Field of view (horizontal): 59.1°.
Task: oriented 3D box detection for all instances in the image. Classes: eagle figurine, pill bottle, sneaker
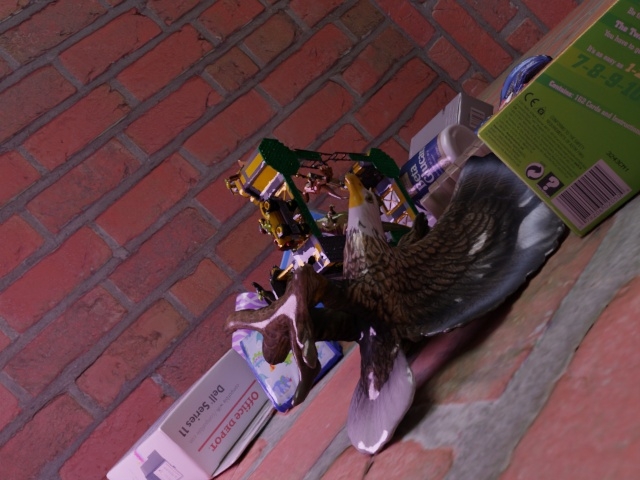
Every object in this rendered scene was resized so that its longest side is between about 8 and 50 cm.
[{"bbox_3d":[0.083,0.034,0.558,0.299,0.225,0.226,-12,27,-33],"label":"eagle figurine"},{"bbox_3d":[0.178,-0.099,0.897,0.169,0.094,0.094,-42,4,46],"label":"pill bottle"},{"bbox_3d":[0.360,-0.229,1.030,0.087,0.083,0.221,-98,30,-60],"label":"sneaker"}]

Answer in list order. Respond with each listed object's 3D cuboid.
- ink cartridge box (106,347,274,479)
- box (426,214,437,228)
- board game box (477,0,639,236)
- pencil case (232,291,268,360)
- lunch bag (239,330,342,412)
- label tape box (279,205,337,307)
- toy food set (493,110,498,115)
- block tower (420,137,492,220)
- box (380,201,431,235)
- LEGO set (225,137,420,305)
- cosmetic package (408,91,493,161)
[{"bbox_3d":[-0.214,0.327,0.992,0.353,0.119,0.207,-44,2,40],"label":"ink cartridge box"},{"bbox_3d":[0.261,-0.110,0.946,0.186,0.038,0.145,-45,12,41],"label":"box"},{"bbox_3d":[0.261,-0.132,0.431,0.259,0.124,0.039,-45,2,25],"label":"board game box"},{"bbox_3d":[-0.146,0.210,1.210,0.088,0.087,0.205,108,165,-61],"label":"pencil case"},{"bbox_3d":[-0.040,0.177,0.883,0.129,0.096,0.151,-46,31,3],"label":"lunch bag"},{"bbox_3d":[-0.022,0.059,1.181,0.347,0.115,0.249,-95,21,-85],"label":"label tape box"},{"bbox_3d":[0.445,-0.298,1.494,0.132,0.038,0.192,-34,4,44],"label":"toy food set"},{"bbox_3d":[0.279,-0.140,0.728,0.335,0.091,0.097,-45,1,13],"label":"block tower"},{"bbox_3d":[0.154,-0.037,1.062,0.102,0.101,0.087,-41,4,46],"label":"box"},{"bbox_3d":[0.000,0.000,0.817,0.331,0.254,0.192,-15,-23,-50],"label":"LEGO set"},{"bbox_3d":[0.314,-0.240,1.390,0.238,0.107,0.127,141,143,-60],"label":"cosmetic package"}]
